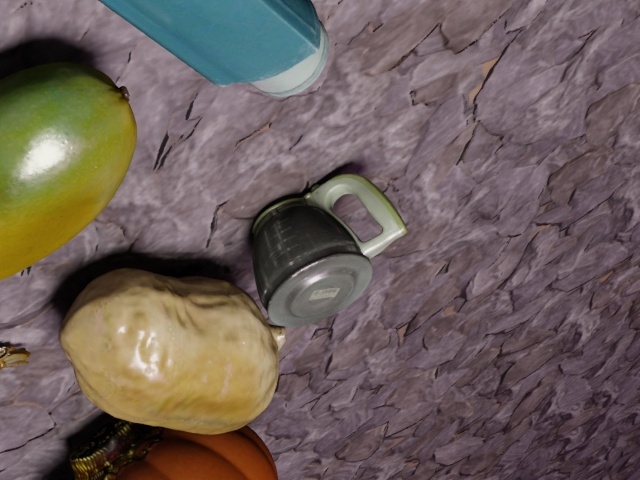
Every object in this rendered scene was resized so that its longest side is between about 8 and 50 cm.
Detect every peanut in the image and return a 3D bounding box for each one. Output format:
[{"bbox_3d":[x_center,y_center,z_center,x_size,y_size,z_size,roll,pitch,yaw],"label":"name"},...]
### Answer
[{"bbox_3d":[-0.112,0.087,1.038,0.129,0.129,0.224,-46,150,21],"label":"peanut"}]

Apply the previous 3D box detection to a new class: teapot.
[{"bbox_3d":[-0.002,0.005,1.069,0.124,0.091,0.092,-19,149,-16],"label":"teapot"}]

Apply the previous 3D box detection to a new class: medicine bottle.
[{"bbox_3d":[-0.063,-0.164,0.752,0.124,0.079,0.258,-40,152,8],"label":"medicine bottle"}]

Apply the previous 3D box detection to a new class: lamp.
[{"bbox_3d":[-0.140,0.250,1.188,0.223,0.196,0.223,-35,-169,8],"label":"lamp"}]

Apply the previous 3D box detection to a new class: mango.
[{"bbox_3d":[-0.191,-0.037,0.817,0.191,0.085,0.122,-40,163,31],"label":"mango"}]

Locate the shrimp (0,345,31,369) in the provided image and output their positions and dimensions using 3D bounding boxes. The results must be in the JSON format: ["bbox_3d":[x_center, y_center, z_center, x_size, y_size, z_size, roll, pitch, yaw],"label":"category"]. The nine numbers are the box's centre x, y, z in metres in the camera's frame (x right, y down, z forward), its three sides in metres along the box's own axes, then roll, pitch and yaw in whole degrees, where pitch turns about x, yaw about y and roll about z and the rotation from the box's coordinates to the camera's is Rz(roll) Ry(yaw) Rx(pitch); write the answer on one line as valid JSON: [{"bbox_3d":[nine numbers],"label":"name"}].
[{"bbox_3d":[-0.257,0.075,0.976,0.114,0.023,0.083,1,133,-43],"label":"shrimp"}]
